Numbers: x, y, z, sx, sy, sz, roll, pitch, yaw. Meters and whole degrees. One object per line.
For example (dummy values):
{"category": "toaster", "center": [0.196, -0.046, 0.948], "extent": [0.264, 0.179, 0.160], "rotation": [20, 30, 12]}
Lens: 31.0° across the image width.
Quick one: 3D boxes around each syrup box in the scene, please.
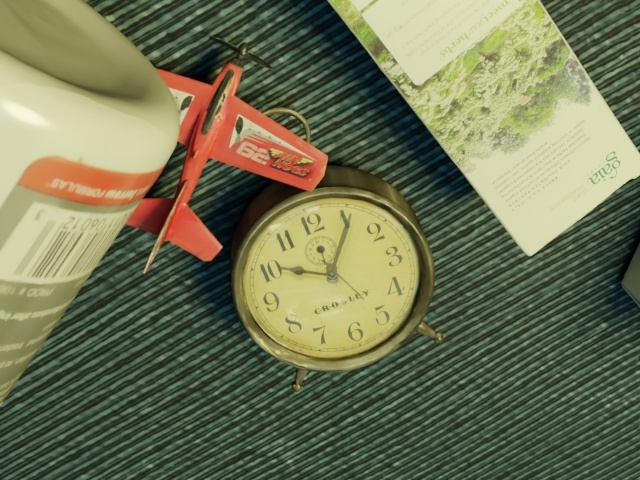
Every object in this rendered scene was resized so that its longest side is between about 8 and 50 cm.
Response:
{"category": "syrup box", "center": [0.090, -0.110, 0.688], "extent": [0.093, 0.096, 0.237], "rotation": [-38, 123, 8]}

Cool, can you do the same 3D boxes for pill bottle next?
{"category": "pill bottle", "center": [-0.251, 0.025, 0.592], "extent": [0.210, 0.210, 0.363], "rotation": [29, 108, -29]}

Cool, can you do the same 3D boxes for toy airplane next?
{"category": "toy airplane", "center": [-0.072, -0.049, 0.693], "extent": [0.151, 0.028, 0.151], "rotation": [1, 102, 6]}

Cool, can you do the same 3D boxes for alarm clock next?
{"category": "alarm clock", "center": [0.000, 0.000, 0.740], "extent": [0.129, 0.064, 0.192], "rotation": [-19, 117, 4]}

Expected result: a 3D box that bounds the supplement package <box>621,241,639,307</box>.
{"category": "supplement package", "center": [0.363, -0.041, 0.765], "extent": [0.177, 0.175, 0.293], "rotation": [7, 116, -22]}
